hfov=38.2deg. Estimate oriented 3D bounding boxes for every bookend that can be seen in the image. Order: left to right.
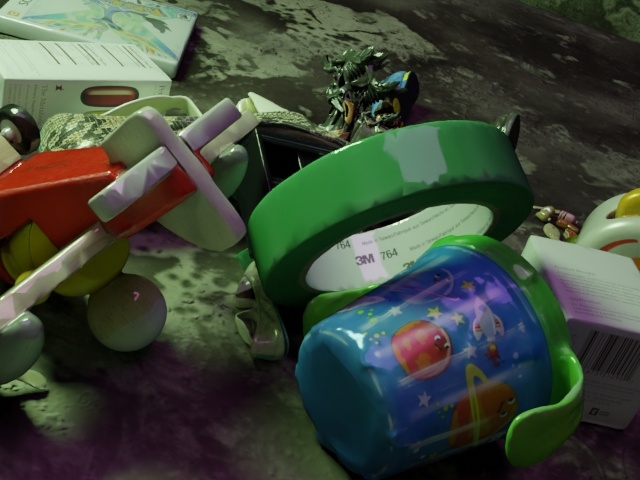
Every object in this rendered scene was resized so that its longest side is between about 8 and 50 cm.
[{"bbox_3d":[-0.022,-0.050,1.196,0.156,0.072,0.157,10,50,-32],"label":"bookend"}]

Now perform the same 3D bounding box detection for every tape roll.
[{"bbox_3d":[0.079,-0.021,1.057,0.321,0.321,0.077,-4,66,-33],"label":"tape roll"}]

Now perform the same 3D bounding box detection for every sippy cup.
[{"bbox_3d":[0.105,0.134,0.977,0.224,0.305,0.240,-19,81,-32],"label":"sippy cup"}]

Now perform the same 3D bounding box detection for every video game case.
[{"bbox_3d":[-0.413,-0.418,1.762,0.329,0.036,0.300,14,30,-8],"label":"video game case"}]

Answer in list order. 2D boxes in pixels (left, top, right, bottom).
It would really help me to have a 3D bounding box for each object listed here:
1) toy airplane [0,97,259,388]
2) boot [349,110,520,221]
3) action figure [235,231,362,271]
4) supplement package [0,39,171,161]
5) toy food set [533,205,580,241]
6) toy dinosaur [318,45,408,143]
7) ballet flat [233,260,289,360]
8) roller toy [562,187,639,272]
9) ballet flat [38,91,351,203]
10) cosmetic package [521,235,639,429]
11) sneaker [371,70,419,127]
[{"bbox_3d":[-0.218,-0.004,0.956,0.386,0.272,0.384,-22,24,-3],"label":"toy airplane"},{"bbox_3d":[0.148,-0.125,1.387,0.229,0.263,0.091,37,17,17],"label":"boot"},{"bbox_3d":[0.000,0.000,1.273,0.137,0.063,0.232,36,37,7],"label":"action figure"},{"bbox_3d":[-0.360,-0.199,1.328,0.244,0.139,0.134,-7,37,-36],"label":"supplement package"},{"bbox_3d":[0.415,-0.030,1.596,0.078,0.019,0.122,9,31,-16],"label":"toy food set"},{"bbox_3d":[0.049,-0.188,1.511,0.322,0.218,0.164,15,-11,-1],"label":"toy dinosaur"},{"bbox_3d":[-0.080,0.079,1.113,0.052,0.057,0.168,-3,35,-16],"label":"ballet flat"},{"bbox_3d":[0.461,0.037,1.336,0.191,0.209,0.146,43,34,1],"label":"roller toy"},{"bbox_3d":[-0.153,-0.134,1.301,0.483,0.164,0.182,-3,50,-28],"label":"ballet flat"},{"bbox_3d":[0.327,0.114,1.179,0.151,0.151,0.183,13,31,-10],"label":"cosmetic package"},{"bbox_3d":[0.127,-0.266,1.797,0.082,0.069,0.209,-5,30,27],"label":"sneaker"}]
